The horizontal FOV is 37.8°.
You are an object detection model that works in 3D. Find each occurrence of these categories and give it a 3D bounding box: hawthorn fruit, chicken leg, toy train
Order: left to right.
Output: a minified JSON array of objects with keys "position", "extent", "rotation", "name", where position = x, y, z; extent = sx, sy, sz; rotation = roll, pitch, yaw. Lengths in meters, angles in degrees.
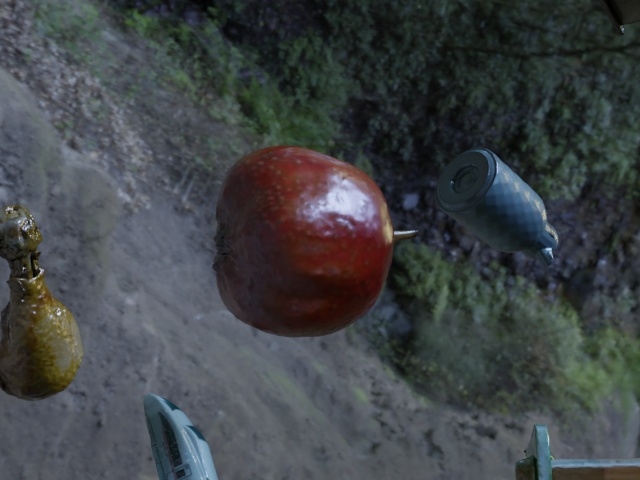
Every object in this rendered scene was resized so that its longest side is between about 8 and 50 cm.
[{"position":[-0.336,0.077,1.080],"extent":[0.107,0.087,0.251],"rotation":[-67,159,-58],"name":"chicken leg"},{"position":[-0.221,0.430,1.623],"extent":[0.088,0.407,0.086],"rotation":[-28,149,10],"name":"toy train"},{"position":[0.000,0.000,1.405],"extent":[0.330,0.287,0.287],"rotation":[-3,117,-21],"name":"hawthorn fruit"}]

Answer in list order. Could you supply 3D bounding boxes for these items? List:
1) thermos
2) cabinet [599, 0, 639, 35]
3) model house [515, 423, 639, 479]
[{"position":[0.360,-0.064,1.856],"extent":[0.145,0.182,0.286],"rotation":[-38,131,23],"name":"thermos"},{"position":[0.498,-0.439,1.362],"extent":[0.148,0.175,0.215],"rotation":[35,52,-50],"name":"cabinet"},{"position":[0.324,0.321,0.732],"extent":[0.300,0.324,0.340],"rotation":[59,29,-67],"name":"model house"}]
